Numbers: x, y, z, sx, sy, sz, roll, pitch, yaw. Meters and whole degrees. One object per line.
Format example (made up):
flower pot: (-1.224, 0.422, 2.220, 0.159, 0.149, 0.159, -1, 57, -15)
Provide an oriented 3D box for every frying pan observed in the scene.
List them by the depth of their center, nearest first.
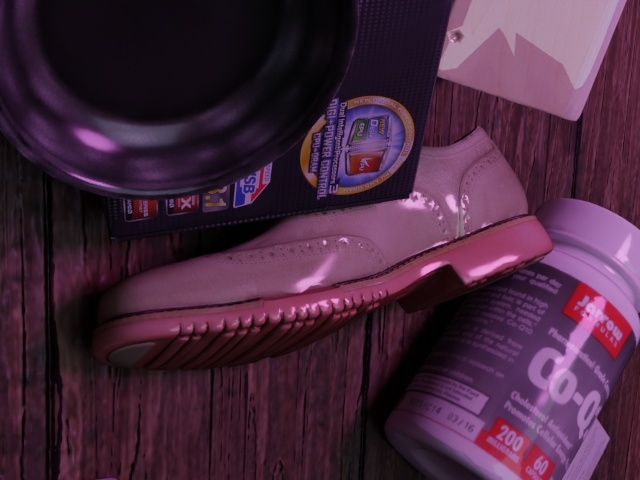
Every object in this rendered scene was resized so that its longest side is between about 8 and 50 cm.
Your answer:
frying pan: (-0.134, -0.076, 0.477, 0.326, 0.053, 0.197, -26, 138, -1)

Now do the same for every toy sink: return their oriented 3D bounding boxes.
toy sink: (0.118, -0.202, 0.711, 0.131, 0.234, 0.152, 14, 106, -18)

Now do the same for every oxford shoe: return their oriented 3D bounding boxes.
oxford shoe: (0.000, 0.000, 0.722, 0.397, 0.140, 0.146, -13, 78, -35)

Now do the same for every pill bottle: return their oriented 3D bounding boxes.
pill bottle: (0.199, 0.107, 0.877, 0.283, 0.161, 0.161, -54, 130, -19)

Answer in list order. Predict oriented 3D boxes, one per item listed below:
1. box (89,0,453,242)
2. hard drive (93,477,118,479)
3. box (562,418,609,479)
box: (-0.031, -0.130, 0.559, 0.216, 0.060, 0.270, -8, 135, -17)
hard drive: (-0.226, 0.334, 0.629, 0.203, 0.040, 0.307, -6, 103, -41)
box: (0.225, 0.213, 0.966, 0.102, 0.101, 0.087, -56, 130, -20)
